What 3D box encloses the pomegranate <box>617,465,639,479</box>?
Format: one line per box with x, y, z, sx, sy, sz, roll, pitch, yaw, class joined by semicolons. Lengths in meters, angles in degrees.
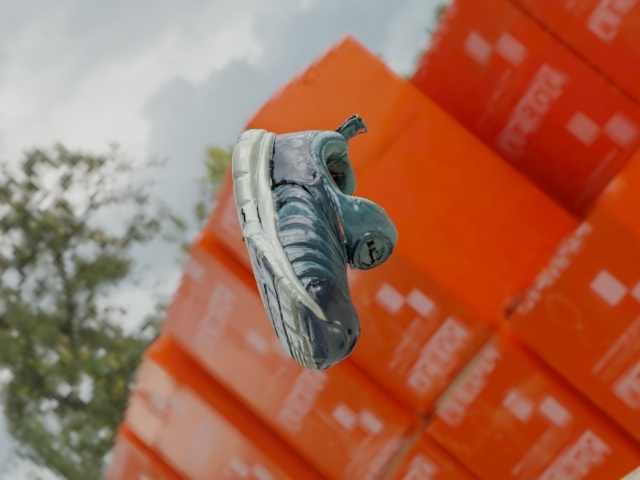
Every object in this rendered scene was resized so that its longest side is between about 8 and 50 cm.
0.301;0.298;1.127;0.342;0.342;0.342;-47;-10;-11;pomegranate

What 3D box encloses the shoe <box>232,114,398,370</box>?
0.000;0.000;0.751;0.071;0.143;0.064;-14;-47;2;shoe
